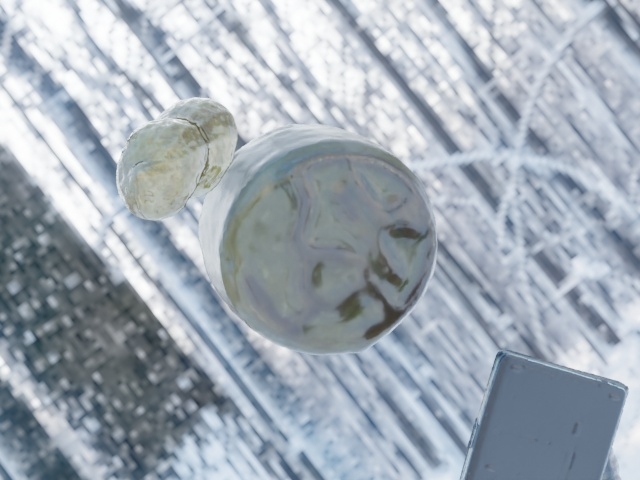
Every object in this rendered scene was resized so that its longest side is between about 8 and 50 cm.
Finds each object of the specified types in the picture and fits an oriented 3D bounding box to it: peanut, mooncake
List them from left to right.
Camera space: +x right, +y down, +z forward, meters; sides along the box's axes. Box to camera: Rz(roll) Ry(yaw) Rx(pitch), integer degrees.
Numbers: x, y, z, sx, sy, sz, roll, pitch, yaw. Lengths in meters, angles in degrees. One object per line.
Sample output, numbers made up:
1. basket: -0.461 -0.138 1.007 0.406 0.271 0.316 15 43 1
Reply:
1. peanut: -0.132 -0.074 1.446 0.089 0.089 0.193 -42 2 27
2. mooncake: 0.000 0.000 1.958 0.284 0.284 0.155 -38 18 -5

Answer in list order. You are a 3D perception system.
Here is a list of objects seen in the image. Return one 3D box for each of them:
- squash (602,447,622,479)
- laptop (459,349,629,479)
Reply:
1. squash: 0.268 0.281 1.865 0.193 0.193 0.156 -34 -15 -31
2. laptop: 0.242 0.238 1.758 0.026 0.154 0.207 -43 -31 -81
